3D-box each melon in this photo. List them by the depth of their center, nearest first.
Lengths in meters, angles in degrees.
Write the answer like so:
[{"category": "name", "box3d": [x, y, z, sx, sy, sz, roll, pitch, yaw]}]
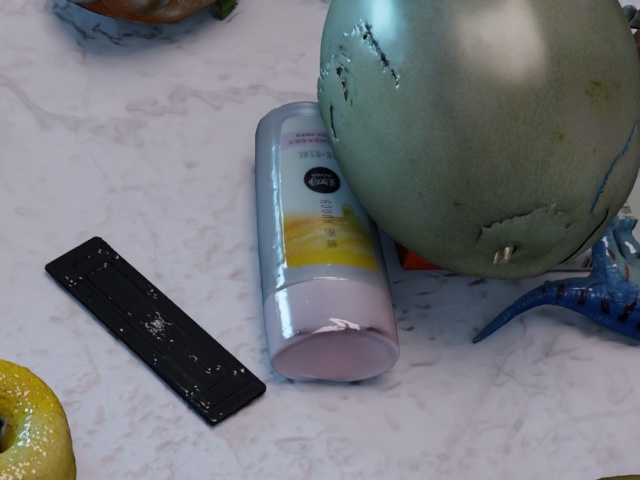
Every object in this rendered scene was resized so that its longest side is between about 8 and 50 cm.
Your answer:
[{"category": "melon", "box3d": [0.129, -0.118, 1.559, 0.268, 0.268, 0.330, 1, 58, -15]}]

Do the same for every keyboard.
[{"category": "keyboard", "box3d": [-0.134, 0.070, 1.530, 0.204, 0.013, 0.061, 40, 49, 23]}]

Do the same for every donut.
[{"category": "donut", "box3d": [-0.247, 0.147, 1.391, 0.152, 0.058, 0.152, 7, 42, -7]}]

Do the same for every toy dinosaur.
[{"category": "toy dinosaur", "box3d": [0.291, 0.028, 1.636, 0.329, 0.076, 0.144, 5, 84, -12]}]

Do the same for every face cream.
[{"category": "face cream", "box3d": [0.000, 0.000, 1.598, 0.107, 0.073, 0.269, -1, 47, -6]}]

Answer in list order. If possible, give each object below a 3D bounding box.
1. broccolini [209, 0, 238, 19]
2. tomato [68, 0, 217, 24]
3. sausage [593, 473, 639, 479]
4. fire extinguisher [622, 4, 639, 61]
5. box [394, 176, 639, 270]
[{"category": "broccolini", "box3d": [-0.052, -0.308, 1.907, 0.071, 0.057, 0.254, -14, 27, 33]}, {"category": "tomato", "box3d": [-0.139, -0.294, 1.776, 0.155, 0.214, 0.180, 23, 8, -46]}, {"category": "sausage", "box3d": [0.380, 0.218, 1.445, 0.500, 0.123, 0.136, -7, 83, -23]}, {"category": "fire extinguisher", "box3d": [0.365, -0.121, 1.811, 0.147, 0.106, 0.337, 28, 35, -34]}, {"category": "box", "box3d": [0.177, -0.032, 1.704, 0.245, 0.035, 0.139, -1, 48, -16]}]
